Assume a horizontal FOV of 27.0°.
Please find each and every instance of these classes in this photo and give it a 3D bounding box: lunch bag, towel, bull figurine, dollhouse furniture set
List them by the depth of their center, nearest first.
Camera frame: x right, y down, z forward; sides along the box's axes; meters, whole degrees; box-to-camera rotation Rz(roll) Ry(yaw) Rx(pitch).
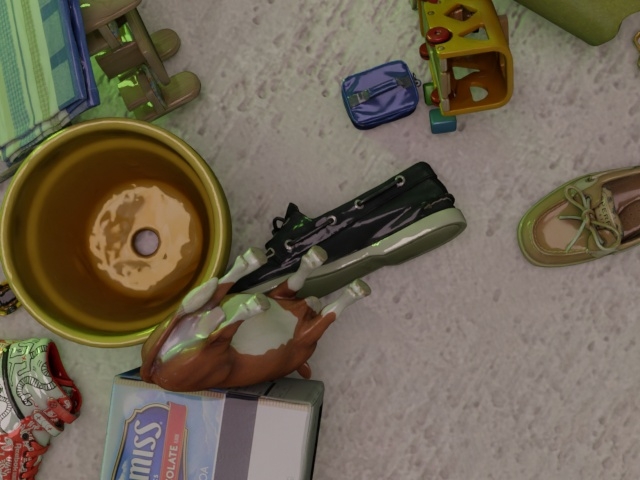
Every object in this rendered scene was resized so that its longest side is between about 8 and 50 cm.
[{"bbox_3d":[-0.063,0.093,1.455,0.101,0.310,0.188,51,119,18],"label":"bull figurine"},{"bbox_3d":[-0.329,-0.214,1.516,0.034,0.285,0.209,-10,85,-32],"label":"towel"},{"bbox_3d":[-0.216,-0.302,1.589,0.161,0.212,0.242,-27,62,1],"label":"dollhouse furniture set"},{"bbox_3d":[0.077,-0.179,1.637,0.098,0.065,0.067,-20,87,3],"label":"lunch bag"}]

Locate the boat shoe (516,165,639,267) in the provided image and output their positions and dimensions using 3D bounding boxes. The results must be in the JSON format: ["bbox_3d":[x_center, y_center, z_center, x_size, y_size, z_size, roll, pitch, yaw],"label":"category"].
[{"bbox_3d":[0.374,-0.046,1.606,0.285,0.089,0.105,-22,88,2],"label":"boat shoe"}]

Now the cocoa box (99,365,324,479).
[{"bbox_3d":[-0.134,0.328,1.547,0.227,0.231,0.347,8,90,4],"label":"cocoa box"}]

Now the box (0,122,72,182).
[{"bbox_3d":[-0.449,-0.151,1.667,0.231,0.056,0.183,-30,87,2],"label":"box"}]

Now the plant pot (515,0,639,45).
[{"bbox_3d":[0.281,-0.372,1.555,0.254,0.276,0.276,35,90,-8],"label":"plant pot"}]

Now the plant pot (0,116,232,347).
[{"bbox_3d":[-0.222,-0.004,1.560,0.254,0.239,0.254,0,88,3],"label":"plant pot"}]

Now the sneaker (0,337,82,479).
[{"bbox_3d":[-0.364,0.252,1.633,0.145,0.090,0.270,-10,85,5],"label":"sneaker"}]

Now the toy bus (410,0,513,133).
[{"bbox_3d":[0.171,-0.238,1.573,0.104,0.191,0.202,-8,88,1],"label":"toy bus"}]

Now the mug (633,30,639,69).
[{"bbox_3d":[0.422,-0.225,1.634,0.064,0.078,0.062,-38,119,10],"label":"mug"}]

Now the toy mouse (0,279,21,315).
[{"bbox_3d":[-0.412,0.022,1.672,0.161,0.031,0.143,-41,87,1],"label":"toy mouse"}]

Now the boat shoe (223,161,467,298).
[{"bbox_3d":[0.000,-0.001,1.609,0.340,0.127,0.113,-23,74,9],"label":"boat shoe"}]
